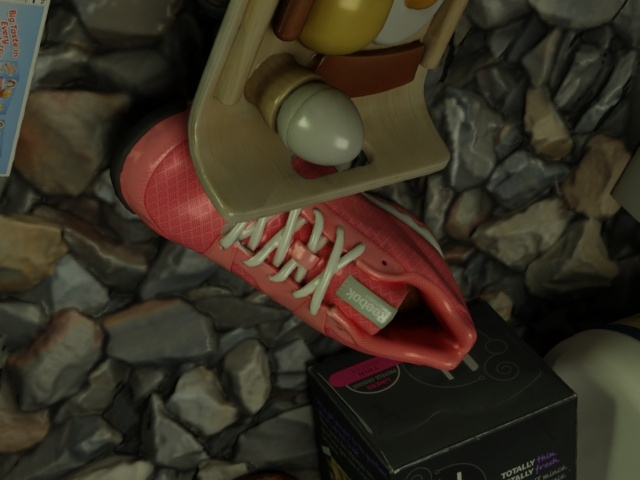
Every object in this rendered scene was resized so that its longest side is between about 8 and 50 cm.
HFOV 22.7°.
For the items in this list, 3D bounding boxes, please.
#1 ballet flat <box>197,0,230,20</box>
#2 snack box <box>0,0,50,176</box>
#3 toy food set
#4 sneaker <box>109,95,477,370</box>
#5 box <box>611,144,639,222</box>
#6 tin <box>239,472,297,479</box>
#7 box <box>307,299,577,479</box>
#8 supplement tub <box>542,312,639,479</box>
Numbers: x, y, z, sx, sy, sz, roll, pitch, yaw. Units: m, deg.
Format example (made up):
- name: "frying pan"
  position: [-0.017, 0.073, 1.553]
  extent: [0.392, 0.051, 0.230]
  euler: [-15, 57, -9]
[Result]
- name: "ballet flat"
  position: [0.001, -0.211, 0.995]
  extent: [0.203, 0.074, 0.074]
  euler: [-46, 132, -2]
- name: "snack box"
  position: [-0.203, -0.121, 0.966]
  extent: [0.064, 0.022, 0.178]
  euler: [2, 120, -31]
- name: "toy food set"
  position: [0.059, -0.153, 0.976]
  extent: [0.220, 0.092, 0.306]
  euler: [-16, 142, -43]
- name: "sneaker"
  position: [0.001, 0.000, 1.088]
  extent: [0.314, 0.136, 0.116]
  euler: [28, 104, -39]
- name: "box"
  position: [0.335, -0.018, 1.239]
  extent: [0.130, 0.170, 0.091]
  euler: [11, 117, -34]
- name: "tin"
  position: [-0.055, 0.271, 1.313]
  extent: [0.106, 0.040, 0.189]
  euler: [-12, 127, -27]
- name: "box"
  position: [0.101, 0.210, 1.285]
  extent: [0.165, 0.143, 0.270]
  euler: [-20, 129, -18]
- name: "supplement tub"
  position: [0.353, 0.149, 1.317]
  extent: [0.316, 0.228, 0.228]
  euler: [-16, 128, -27]
